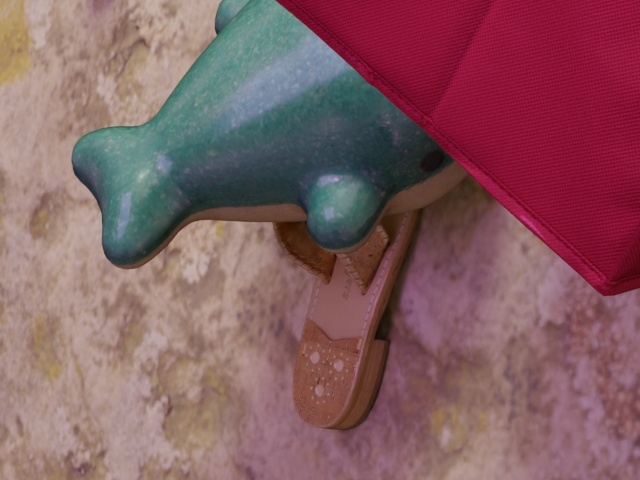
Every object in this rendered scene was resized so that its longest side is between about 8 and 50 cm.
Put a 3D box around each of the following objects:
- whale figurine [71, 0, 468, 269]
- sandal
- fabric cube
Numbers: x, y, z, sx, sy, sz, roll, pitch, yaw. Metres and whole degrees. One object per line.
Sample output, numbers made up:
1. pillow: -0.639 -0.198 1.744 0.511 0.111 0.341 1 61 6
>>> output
1. whale figurine: -0.026 -0.087 1.179 0.272 0.141 0.216 -23 55 -1
2. sandal: 0.005 0.000 1.247 0.088 0.079 0.240 6 86 46
3. fabric cube: 0.174 -0.168 0.927 0.259 0.254 0.258 44 125 25
